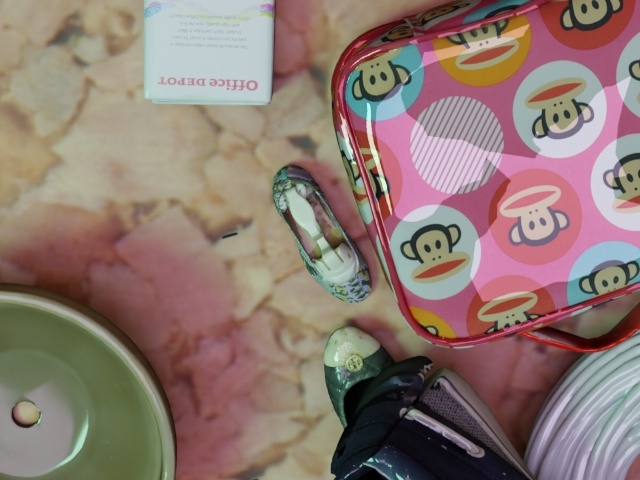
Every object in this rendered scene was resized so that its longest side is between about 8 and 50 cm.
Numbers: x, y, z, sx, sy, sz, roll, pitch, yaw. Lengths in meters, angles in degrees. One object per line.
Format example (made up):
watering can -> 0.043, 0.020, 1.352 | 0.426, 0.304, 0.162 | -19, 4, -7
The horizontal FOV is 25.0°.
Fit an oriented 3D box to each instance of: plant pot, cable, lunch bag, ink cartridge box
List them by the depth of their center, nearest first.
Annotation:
lunch bag -> 0.170, -0.050, 0.984 | 0.293, 0.120, 0.258 | -17, 102, 2
ink cartridge box -> -0.075, -0.156, 0.991 | 0.088, 0.052, 0.123 | 2, 100, -1
plant pot -> -0.217, 0.137, 1.020 | 0.237, 0.110, 0.237 | 0, 103, -2
cable -> 0.269, 0.178, 1.050 | 0.257, 0.089, 0.257 | -20, 102, 4

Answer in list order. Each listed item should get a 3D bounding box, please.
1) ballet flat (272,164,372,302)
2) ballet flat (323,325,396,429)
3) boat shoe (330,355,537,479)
ballet flat -> 0.000, 0.000, 1.032 | 0.041, 0.041, 0.114 | -30, 101, 5
ballet flat -> 0.046, 0.143, 1.057 | 0.057, 0.049, 0.173 | -19, 101, 2
boat shoe -> 0.128, 0.243, 0.951 | 0.340, 0.158, 0.127 | 46, 115, 2
